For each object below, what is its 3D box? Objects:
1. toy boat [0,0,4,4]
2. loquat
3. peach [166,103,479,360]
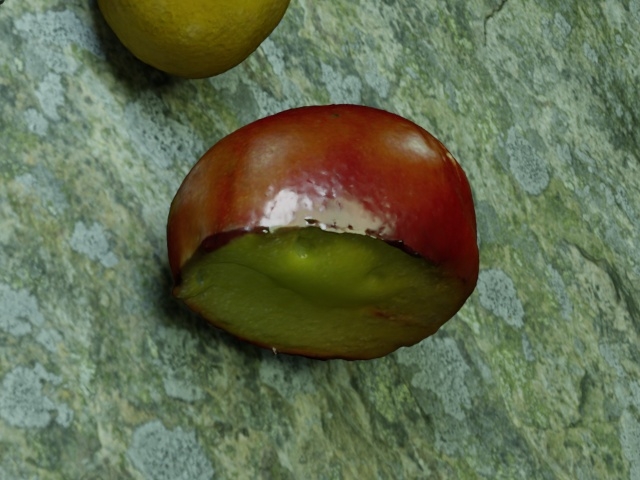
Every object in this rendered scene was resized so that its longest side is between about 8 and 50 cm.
[{"bbox_3d":[-0.359,-0.245,1.656,0.115,0.016,0.063,-24,86,-49],"label":"toy boat"},{"bbox_3d":[-0.128,-0.270,1.763,0.208,0.208,0.208,22,55,-35],"label":"loquat"},{"bbox_3d":[0.000,0.000,1.695,0.338,0.281,0.281,-26,88,-53],"label":"peach"}]
